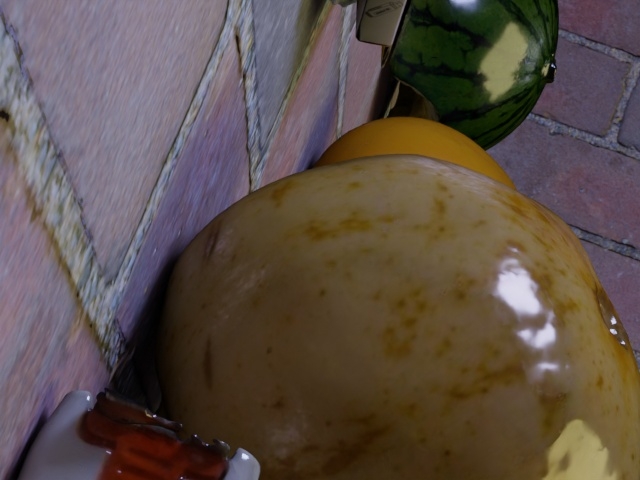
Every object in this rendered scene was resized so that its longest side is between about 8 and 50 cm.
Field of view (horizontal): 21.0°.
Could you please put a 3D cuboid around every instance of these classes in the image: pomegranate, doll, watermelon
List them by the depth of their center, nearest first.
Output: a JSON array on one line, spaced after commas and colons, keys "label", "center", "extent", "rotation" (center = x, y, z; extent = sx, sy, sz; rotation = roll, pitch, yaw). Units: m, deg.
[{"label": "pomegranate", "center": [0.026, 0.102, 1.070], "extent": [0.342, 0.343, 0.342], "rotation": [20, 90, -85]}, {"label": "doll", "center": [0.058, -0.011, 1.579], "extent": [0.236, 0.213, 0.213], "rotation": [16, -95, 63]}, {"label": "watermelon", "center": [0.186, -0.229, 2.016], "extent": [0.330, 0.189, 0.331], "rotation": [-64, 178, -5]}]

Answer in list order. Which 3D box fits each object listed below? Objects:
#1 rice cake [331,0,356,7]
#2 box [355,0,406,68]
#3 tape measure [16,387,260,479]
[{"label": "rice cake", "center": [0.031, -0.244, 1.118], "extent": [0.043, 0.034, 0.211], "rotation": [-77, -179, -48]}, {"label": "box", "center": [0.058, -0.246, 1.189], "extent": [0.247, 0.033, 0.129], "rotation": [108, -12, -50]}, {"label": "tape measure", "center": [-0.124, 0.238, 0.866], "extent": [0.265, 0.130, 0.258], "rotation": [101, 9, -62]}]
